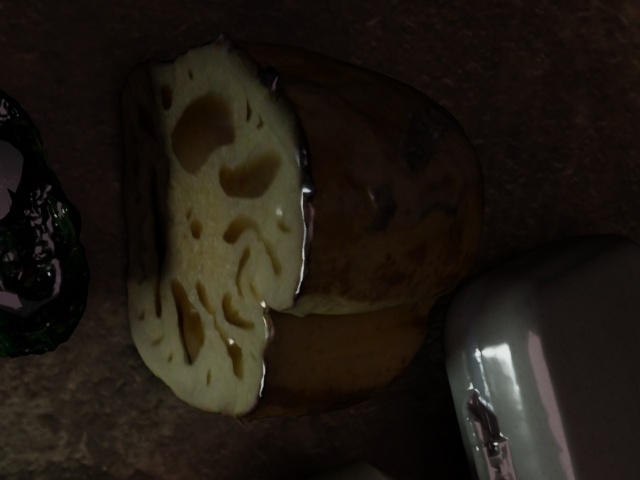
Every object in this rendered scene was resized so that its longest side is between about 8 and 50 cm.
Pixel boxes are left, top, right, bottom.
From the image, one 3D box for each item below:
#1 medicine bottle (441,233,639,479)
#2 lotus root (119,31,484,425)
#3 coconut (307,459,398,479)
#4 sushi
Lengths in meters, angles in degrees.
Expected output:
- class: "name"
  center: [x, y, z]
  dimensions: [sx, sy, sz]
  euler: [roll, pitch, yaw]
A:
- class: "medicine bottle"
  center: [0.231, 0.190, 1.460]
  dimensions: [0.282, 0.123, 0.375]
  euler: [-21, 98, -53]
- class: "lotus root"
  center: [0.000, 0.000, 1.335]
  dimensions: [0.250, 0.316, 0.316]
  euler: [4, 89, -28]
- class: "coconut"
  center: [0.023, 0.281, 1.386]
  dimensions: [0.222, 0.202, 0.202]
  euler: [29, 81, -22]
- class: "sushi"
  center: [-0.260, -0.017, 1.315]
  dimensions: [0.124, 0.127, 0.225]
  euler: [-25, 101, -19]
